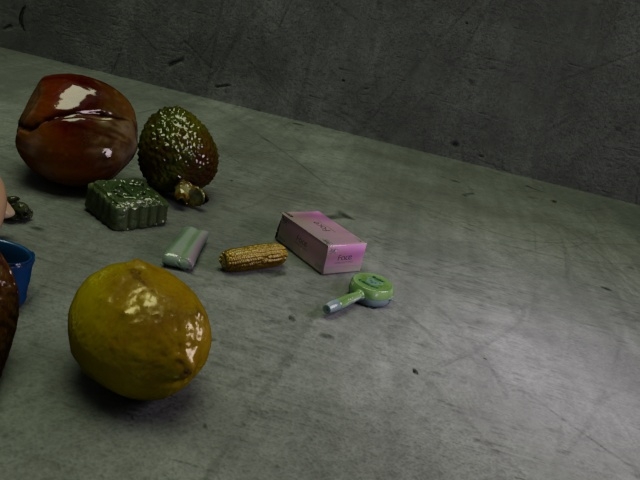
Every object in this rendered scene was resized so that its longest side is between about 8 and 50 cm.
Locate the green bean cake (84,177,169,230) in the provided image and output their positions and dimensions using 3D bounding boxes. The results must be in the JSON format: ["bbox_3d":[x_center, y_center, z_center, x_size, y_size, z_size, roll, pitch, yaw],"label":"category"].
[{"bbox_3d":[-0.545,-0.104,1.897,0.183,0.094,0.185,-9,35,-45],"label":"green bean cake"}]

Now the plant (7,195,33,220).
[{"bbox_3d":[-0.825,-0.087,1.711,0.174,0.087,0.085,8,-4,-24],"label":"plant"}]

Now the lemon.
[{"bbox_3d":[-0.316,0.158,1.176,0.288,0.233,0.233,29,26,32],"label":"lemon"}]

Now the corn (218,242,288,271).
[{"bbox_3d":[-0.171,0.043,1.763,0.207,0.068,0.068,-5,27,-40],"label":"corn"}]

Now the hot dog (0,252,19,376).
[{"bbox_3d":[-0.637,0.147,1.061,0.267,0.174,0.387,12,41,-15],"label":"hot dog"}]

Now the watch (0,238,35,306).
[{"bbox_3d":[-0.668,0.061,1.334,0.196,0.171,0.200,32,15,16],"label":"watch"}]

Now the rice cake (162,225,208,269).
[{"bbox_3d":[-0.349,0.017,1.763,0.080,0.042,0.222,11,20,-2],"label":"rice cake"}]

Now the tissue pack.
[{"bbox_3d":[0.000,0.000,1.934,0.148,0.092,0.246,-3,26,-38],"label":"tissue pack"}]

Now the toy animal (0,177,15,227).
[{"bbox_3d":[-0.803,-0.062,1.469,0.213,0.195,0.256,-4,43,-12],"label":"toy animal"}]

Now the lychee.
[{"bbox_3d":[-0.449,-0.268,2.124,0.270,0.320,0.270,7,-4,0],"label":"lychee"}]

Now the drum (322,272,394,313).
[{"bbox_3d":[0.108,0.148,1.684,0.130,0.049,0.253,19,22,16],"label":"drum"}]

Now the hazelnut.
[{"bbox_3d":[-0.735,-0.328,2.030,0.372,0.372,0.315,12,-16,-1],"label":"hazelnut"}]
